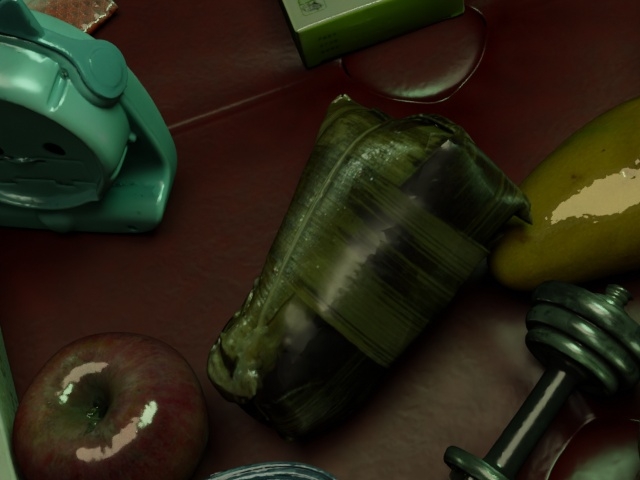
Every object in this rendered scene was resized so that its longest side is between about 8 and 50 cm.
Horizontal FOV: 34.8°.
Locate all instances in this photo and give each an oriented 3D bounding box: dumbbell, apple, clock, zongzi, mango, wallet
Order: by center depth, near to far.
[{"bbox_3d":[0.159,0.137,0.773,0.110,0.110,0.254,33,78,25],"label":"dumbbell"},{"bbox_3d":[-0.161,0.148,0.813,0.154,0.120,0.153,-6,54,8],"label":"apple"},{"bbox_3d":[0.249,-0.036,0.841,0.253,0.113,0.138,-33,56,-6],"label":"mango"},{"bbox_3d":[0.000,0.000,0.884,0.286,0.134,0.288,-48,34,1],"label":"zongzi"},{"bbox_3d":[-0.264,-0.106,0.888,0.224,0.274,0.094,2,62,14],"label":"clock"},{"bbox_3d":[-0.320,-0.215,1.109,0.103,0.020,0.196,36,72,27],"label":"wallet"}]

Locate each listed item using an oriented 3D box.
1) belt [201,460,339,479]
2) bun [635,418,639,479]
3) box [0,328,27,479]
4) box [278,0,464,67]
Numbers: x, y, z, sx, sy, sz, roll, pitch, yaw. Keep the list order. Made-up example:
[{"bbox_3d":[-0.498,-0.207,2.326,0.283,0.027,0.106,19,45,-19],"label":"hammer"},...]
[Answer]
[{"bbox_3d":[-0.055,0.244,0.757,0.190,0.082,0.141,-15,53,1],"label":"belt"},{"bbox_3d":[0.314,0.156,0.707,0.231,0.133,0.231,8,60,-14],"label":"bun"},{"bbox_3d":[-0.363,0.157,0.847,0.210,0.095,0.330,-20,56,-9],"label":"box"},{"bbox_3d":[0.024,-0.319,1.078,0.175,0.062,0.260,-20,60,-1],"label":"box"}]
